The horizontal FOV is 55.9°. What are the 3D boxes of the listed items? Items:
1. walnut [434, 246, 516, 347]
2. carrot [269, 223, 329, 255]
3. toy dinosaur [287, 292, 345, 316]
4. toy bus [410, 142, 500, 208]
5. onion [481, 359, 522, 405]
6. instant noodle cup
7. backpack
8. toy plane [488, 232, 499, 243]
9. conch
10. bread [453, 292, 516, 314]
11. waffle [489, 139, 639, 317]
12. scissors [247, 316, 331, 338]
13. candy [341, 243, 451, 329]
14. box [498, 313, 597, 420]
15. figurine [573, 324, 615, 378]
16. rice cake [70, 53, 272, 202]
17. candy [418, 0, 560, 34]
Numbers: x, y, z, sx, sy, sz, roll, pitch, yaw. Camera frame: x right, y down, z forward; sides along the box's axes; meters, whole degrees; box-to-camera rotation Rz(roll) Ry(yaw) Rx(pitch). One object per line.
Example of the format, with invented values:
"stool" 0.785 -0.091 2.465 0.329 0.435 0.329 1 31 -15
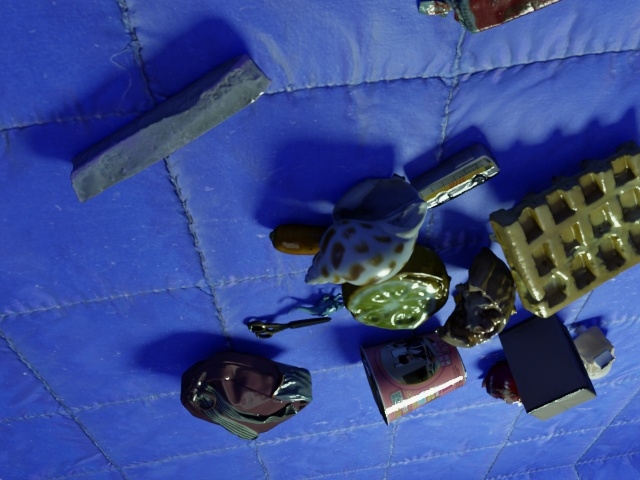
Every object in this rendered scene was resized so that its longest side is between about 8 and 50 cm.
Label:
"walnut" 0.383 0.137 1.415 0.141 0.204 0.238 28 122 14
"carrot" 0.000 0.000 1.274 0.225 0.067 0.067 2 140 -19
"toy dinosaur" 0.017 0.164 1.497 0.197 0.045 0.080 -5 152 -14
"toy bus" 0.264 -0.126 1.196 0.172 0.057 0.072 -30 129 21
"onion" 0.606 0.455 1.951 0.195 0.139 0.218 7 176 -26
"instant noodle cup" 0.260 0.367 1.687 0.255 0.244 0.244 -17 142 -4
"backpack" -0.214 0.408 1.615 0.317 0.197 0.283 25 131 -36
"toy plane" 0.533 0.013 1.385 0.212 0.088 0.267 -30 119 23
"conch" 0.085 0.003 1.196 0.275 0.182 0.148 -25 148 -5
"bread" 0.442 0.173 1.610 0.187 0.065 0.103 26 123 -40
"waffle" 0.558 -0.015 1.282 0.348 0.077 0.304 -31 121 3
"scissors" -0.075 0.214 1.524 0.220 0.017 0.088 -11 142 18
"candy" 0.176 0.111 1.418 0.260 0.118 0.260 -5 140 -4
"box" 0.654 0.363 1.741 0.188 0.252 0.153 -33 138 23
"figurine" 0.844 0.359 1.893 0.162 0.141 0.237 -41 148 1
"rice cake" -0.258 -0.183 0.984 0.399 0.064 0.070 -26 130 17
"candy" 0.278 -0.358 0.857 0.292 0.059 0.086 -9 141 32
